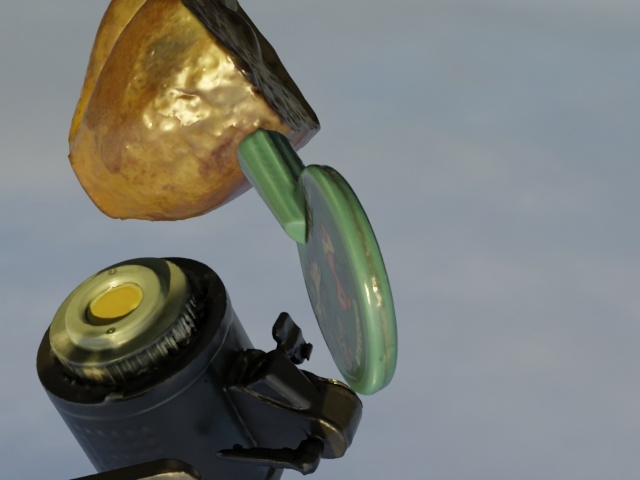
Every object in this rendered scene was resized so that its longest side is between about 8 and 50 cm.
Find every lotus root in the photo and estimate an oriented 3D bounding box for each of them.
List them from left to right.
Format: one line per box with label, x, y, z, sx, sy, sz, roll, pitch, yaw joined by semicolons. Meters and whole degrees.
lotus root;-0.123;-0.112;1.511;0.180;0.199;0.188;-36;170;13

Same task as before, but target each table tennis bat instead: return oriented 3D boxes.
table tennis bat;0.000;0.000;1.061;0.033;0.124;0.201;-14;-141;-16

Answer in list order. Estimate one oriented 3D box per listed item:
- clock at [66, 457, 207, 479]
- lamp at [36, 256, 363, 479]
clock;-0.200;0.334;1.635;0.279;0.273;0.049;-14;-161;4
lamp;-0.163;0.151;1.936;0.374;0.272;0.205;-21;-149;40
